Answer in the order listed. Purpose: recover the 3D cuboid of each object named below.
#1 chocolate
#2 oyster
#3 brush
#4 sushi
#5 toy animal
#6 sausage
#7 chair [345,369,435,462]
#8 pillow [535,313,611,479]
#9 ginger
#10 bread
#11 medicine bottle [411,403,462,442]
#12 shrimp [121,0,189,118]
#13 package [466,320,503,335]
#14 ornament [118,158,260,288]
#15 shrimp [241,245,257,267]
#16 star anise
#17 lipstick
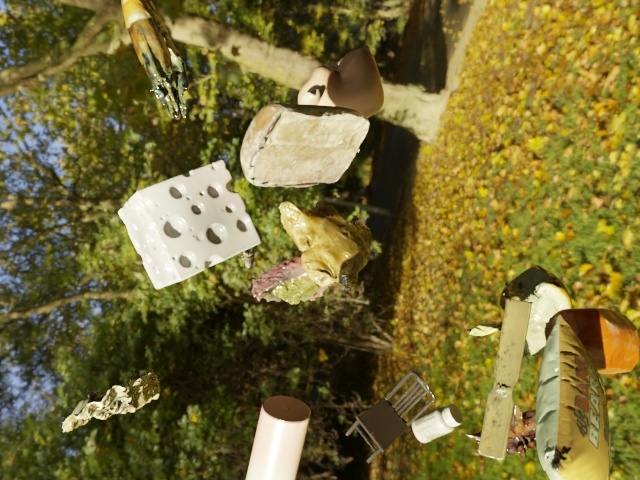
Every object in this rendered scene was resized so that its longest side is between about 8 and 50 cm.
[{"bbox_3d":[-0.036,-0.203,1.164,0.303,0.100,0.185,-6,-46,-46],"label":"chocolate"},{"bbox_3d":[-0.657,0.515,1.865,0.351,0.238,0.114,4,-116,-64],"label":"oyster"},{"bbox_3d":[0.292,0.215,0.898,0.036,0.043,0.247,40,-119,-60],"label":"brush"},{"bbox_3d":[-0.073,0.111,1.709,0.161,0.241,0.107,-61,35,35],"label":"sushi"},{"bbox_3d":[0.054,-0.415,1.579,0.195,0.257,0.212,73,174,-53],"label":"toy animal"},{"bbox_3d":[0.644,0.236,1.342,0.153,0.268,0.140,-16,64,51],"label":"sausage"},{"bbox_3d":[0.138,0.350,1.138,0.102,0.084,0.212,-27,-25,-34],"label":"chair"},{"bbox_3d":[0.482,0.350,1.090,0.312,0.119,0.310,55,-138,-36],"label":"pillow"},{"bbox_3d":[0.000,0.000,1.366,0.123,0.270,0.218,-38,35,49],"label":"ginger"},{"bbox_3d":[0.714,0.228,1.909,0.279,0.225,0.250,-84,-22,-74],"label":"bread"},{"bbox_3d":[0.347,0.540,1.701,0.140,0.079,0.079,-38,22,31],"label":"medicine bottle"},{"bbox_3d":[-0.430,-0.494,1.563,0.444,0.085,0.272,68,-172,23],"label":"shrimp"},{"bbox_3d":[0.532,0.271,1.773,0.121,0.108,0.031,-15,85,50],"label":"package"},{"bbox_3d":[-0.344,-0.038,1.485,0.240,0.239,0.239,-18,97,59],"label":"ornament"},{"bbox_3d":[-0.209,0.040,1.658,0.029,0.038,0.092,107,178,-47],"label":"shrimp"},{"bbox_3d":[0.556,0.568,1.644,0.102,0.272,0.271,-107,21,-47],"label":"star anise"},{"bbox_3d":[-0.092,0.442,1.019,0.087,0.087,0.326,-74,-3,-77],"label":"lipstick"}]
